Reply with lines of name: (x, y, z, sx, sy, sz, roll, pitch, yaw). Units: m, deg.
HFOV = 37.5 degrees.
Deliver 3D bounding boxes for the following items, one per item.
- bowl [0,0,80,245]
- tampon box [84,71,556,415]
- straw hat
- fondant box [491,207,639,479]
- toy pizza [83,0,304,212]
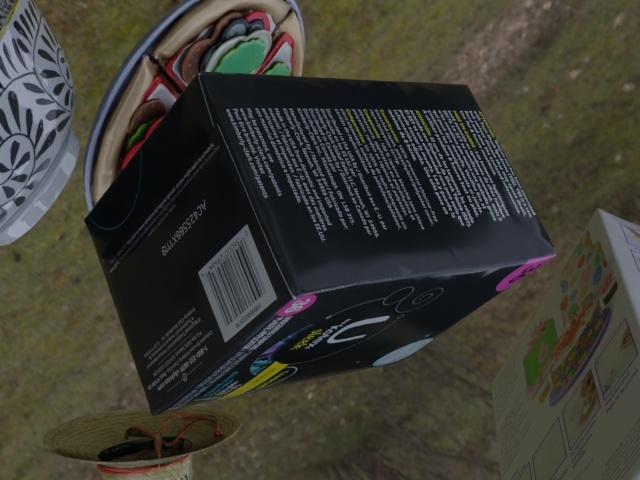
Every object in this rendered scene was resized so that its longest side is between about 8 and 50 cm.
bowl: (-0.179, -0.048, 0.486, 0.080, 0.170, 0.170, 39, 85, -33)
tampon box: (0.000, 0.000, 0.432, 0.161, 0.101, 0.120, -5, 154, -41)
straw hat: (-0.127, 0.168, 0.690, 0.144, 0.144, 0.061, -9, 100, -52)
fondant box: (0.250, 0.155, 0.824, 0.330, 0.096, 0.238, -81, -168, -60)
toy pizza: (-0.071, -0.076, 0.622, 0.201, 0.032, 0.201, -43, 156, -25)
